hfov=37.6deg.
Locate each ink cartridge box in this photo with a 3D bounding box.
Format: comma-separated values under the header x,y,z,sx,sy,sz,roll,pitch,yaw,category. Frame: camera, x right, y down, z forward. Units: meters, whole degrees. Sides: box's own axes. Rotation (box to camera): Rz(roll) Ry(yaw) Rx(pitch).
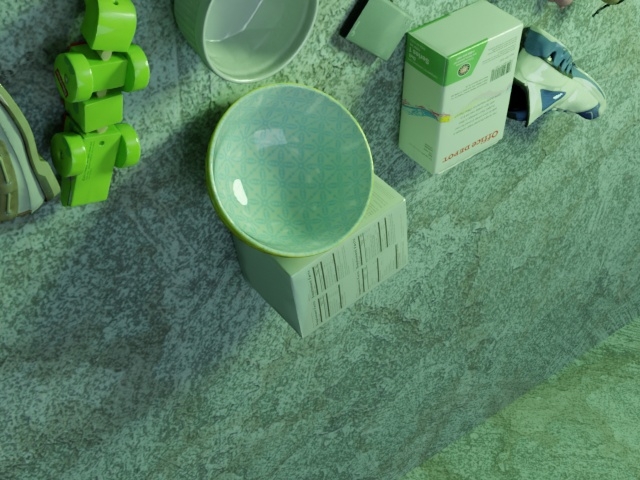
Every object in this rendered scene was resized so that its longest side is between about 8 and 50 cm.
x,y,z,sx,sy,sz,roll,pitch,yaw,category
0.267,-0.296,1.832,0.201,0.117,0.278,-28,141,-26,ink cartridge box

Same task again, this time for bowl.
x,y,z,sx,sy,sz,roll,pitch,yaw,category
-0.071,-0.105,1.585,0.289,0.289,0.156,-31,-176,-24,bowl

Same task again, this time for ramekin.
x,y,z,sx,sy,sz,roll,pitch,yaw,category
-0.115,-0.343,1.369,0.207,0.109,0.207,-28,141,-26,ramekin

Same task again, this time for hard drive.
x,y,z,sx,sy,sz,roll,pitch,yaw,category
0.099,-0.377,1.649,0.135,0.022,0.094,14,113,-53,hard drive

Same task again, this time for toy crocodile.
x,y,z,sx,sy,sz,roll,pitch,yaw,category
-0.320,-0.188,1.319,0.115,0.105,0.340,-19,142,-36,toy crocodile

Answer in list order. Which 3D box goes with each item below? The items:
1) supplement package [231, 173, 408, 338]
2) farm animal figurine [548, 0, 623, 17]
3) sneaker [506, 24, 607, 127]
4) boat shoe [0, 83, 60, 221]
x,y,z,sx,sy,sz,roll,pitch,yaw,category
0.000,0.000,1.759,0.263,0.199,0.198,-34,145,-20,supplement package
0.544,-0.579,1.805,0.330,0.172,0.326,-7,129,-44,farm animal figurine
0.484,-0.325,2.057,0.182,0.127,0.315,-51,140,11,sneaker
-0.438,-0.128,1.222,0.103,0.113,0.302,-42,147,-19,boat shoe
